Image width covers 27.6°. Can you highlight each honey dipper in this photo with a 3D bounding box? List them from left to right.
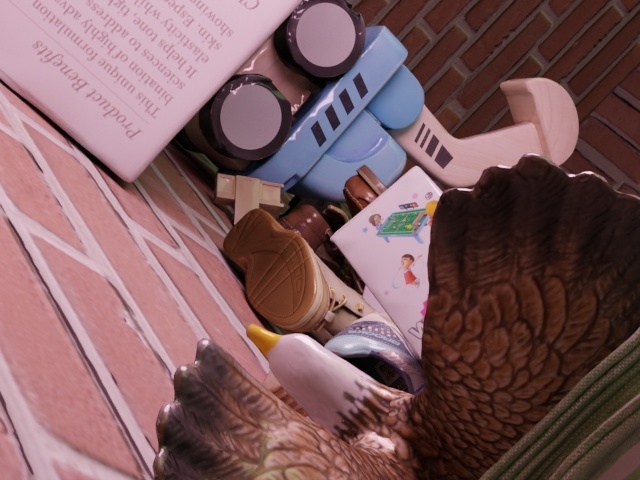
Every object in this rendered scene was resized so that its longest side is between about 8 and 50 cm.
[{"bbox_3d":[0.020,0.151,1.003,0.161,0.030,0.030,44,5,-24],"label":"honey dipper"}]

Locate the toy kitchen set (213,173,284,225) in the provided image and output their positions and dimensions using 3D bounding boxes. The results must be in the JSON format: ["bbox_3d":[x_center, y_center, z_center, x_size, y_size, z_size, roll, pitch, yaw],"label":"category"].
[{"bbox_3d":[-0.094,-0.029,1.584,0.083,0.075,0.068,9,59,-16],"label":"toy kitchen set"}]

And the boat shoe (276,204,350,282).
[{"bbox_3d":[0.006,0.006,1.662,0.095,0.095,0.257,45,5,11],"label":"boat shoe"}]

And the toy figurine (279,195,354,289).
[{"bbox_3d":[0.052,-0.017,1.916,0.209,0.148,0.213,44,6,-4],"label":"toy figurine"}]

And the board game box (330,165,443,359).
[{"bbox_3d":[0.161,0.109,0.992,0.224,0.097,0.303,43,8,-48],"label":"board game box"}]

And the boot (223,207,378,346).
[{"bbox_3d":[-0.002,0.063,1.276,0.165,0.077,0.213,44,2,-28],"label":"boot"}]

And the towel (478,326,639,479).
[{"bbox_3d":[0.141,0.165,0.617,0.038,0.248,0.325,49,6,37],"label":"towel"}]

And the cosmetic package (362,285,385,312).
[{"bbox_3d":[0.277,0.132,1.545,0.230,0.161,0.453,1,-20,47],"label":"cosmetic package"}]

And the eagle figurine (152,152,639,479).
[{"bbox_3d":[0.047,0.106,0.622,0.225,0.226,0.298,9,-13,0],"label":"eagle figurine"}]

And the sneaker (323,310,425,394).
[{"bbox_3d":[0.101,0.182,1.135,0.283,0.110,0.122,43,22,20],"label":"sneaker"}]

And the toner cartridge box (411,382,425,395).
[{"bbox_3d":[0.186,0.264,1.001,0.348,0.075,0.165,48,4,-3],"label":"toner cartridge box"}]

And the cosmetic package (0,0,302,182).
[{"bbox_3d":[-0.180,-0.332,1.263,0.329,0.393,0.327,43,6,-18],"label":"cosmetic package"}]

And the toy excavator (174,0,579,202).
[{"bbox_3d":[0.083,-0.154,1.754,0.445,0.433,0.222,46,-12,-21],"label":"toy excavator"}]

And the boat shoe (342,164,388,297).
[{"bbox_3d":[0.088,0.044,1.628,0.307,0.104,0.110,60,-3,-37],"label":"boat shoe"}]
